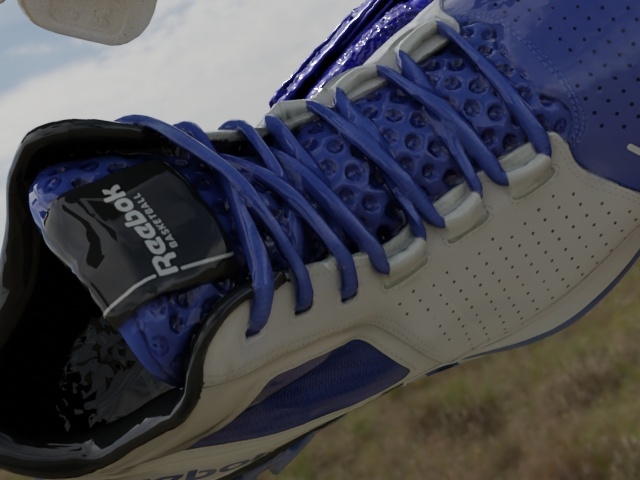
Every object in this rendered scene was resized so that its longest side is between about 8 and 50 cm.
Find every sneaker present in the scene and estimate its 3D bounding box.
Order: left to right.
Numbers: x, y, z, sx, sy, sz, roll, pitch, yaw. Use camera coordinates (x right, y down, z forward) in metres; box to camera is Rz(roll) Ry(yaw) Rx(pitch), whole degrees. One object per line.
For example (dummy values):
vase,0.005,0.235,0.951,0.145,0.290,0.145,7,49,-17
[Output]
sneaker,-0.001,0.001,0.493,0.315,0.127,0.182,-37,-17,4

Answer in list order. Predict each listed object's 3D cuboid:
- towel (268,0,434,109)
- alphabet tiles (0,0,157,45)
towel,0.101,-0.165,0.918,0.308,0.076,0.228,-46,-10,6
alphabet tiles,-0.092,-0.211,0.457,0.284,0.278,0.021,9,12,-40
